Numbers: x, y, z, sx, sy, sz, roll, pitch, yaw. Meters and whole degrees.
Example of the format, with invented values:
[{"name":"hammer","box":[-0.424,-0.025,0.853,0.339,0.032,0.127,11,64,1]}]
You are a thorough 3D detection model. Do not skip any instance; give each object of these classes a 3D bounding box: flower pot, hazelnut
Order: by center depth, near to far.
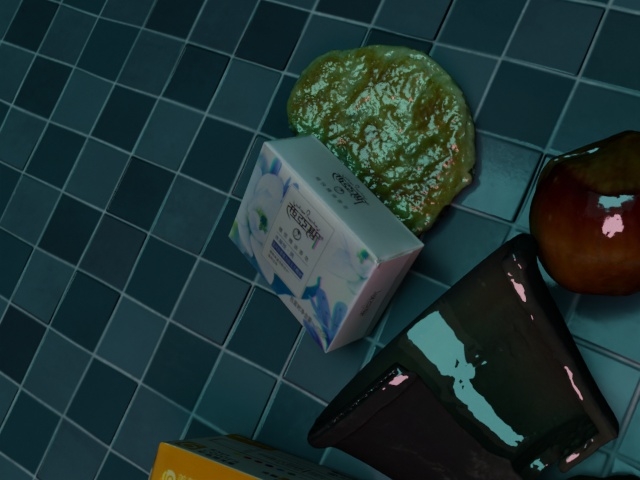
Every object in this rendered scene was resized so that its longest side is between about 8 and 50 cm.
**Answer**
[{"name":"flower pot","box":[0.197,0.204,0.921,0.379,0.379,0.251,-45,85,7]},{"name":"hazelnut","box":[0.391,-0.034,0.947,0.217,0.251,0.217,19,124,32]}]

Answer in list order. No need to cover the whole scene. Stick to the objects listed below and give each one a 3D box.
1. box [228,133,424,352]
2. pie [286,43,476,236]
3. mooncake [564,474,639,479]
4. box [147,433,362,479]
[{"name":"box","box":[-0.002,0.000,1.125,0.274,0.116,0.203,48,131,26]},{"name":"pie","box":[0.099,-0.176,1.198,0.296,0.078,0.371,-33,67,13]},{"name":"mooncake","box":[0.354,0.444,0.864,0.324,0.187,0.324,-5,77,21]},{"name":"box","box":[-0.082,0.364,1.055,0.273,0.221,0.091,12,84,24]}]
